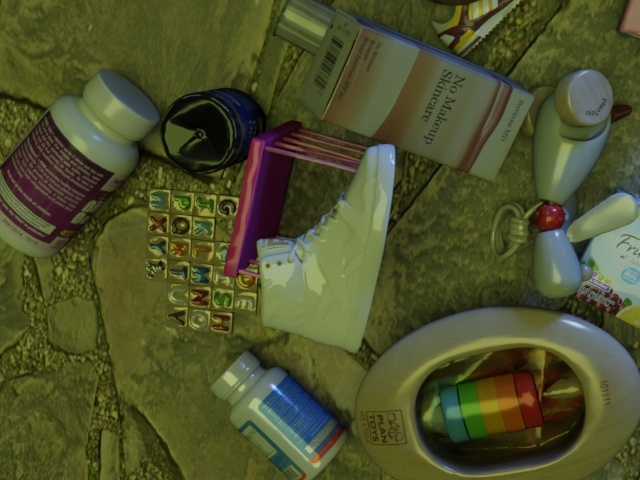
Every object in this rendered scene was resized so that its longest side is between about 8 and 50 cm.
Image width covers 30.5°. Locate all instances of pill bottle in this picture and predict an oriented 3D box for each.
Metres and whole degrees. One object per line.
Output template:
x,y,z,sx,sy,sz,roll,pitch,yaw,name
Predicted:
-0.401,-0.127,1.894,0.169,0.169,0.301,45,106,2,pill bottle
-0.071,0.286,1.919,0.221,0.124,0.124,44,106,1,pill bottle
-0.155,-0.173,1.806,0.123,0.219,0.122,2,101,12,pill bottle

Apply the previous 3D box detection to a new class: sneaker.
0.250,-0.364,1.763,0.084,0.069,0.185,45,104,0,sneaker
0.000,0.000,1.571,0.169,0.108,0.292,13,104,0,sneaker

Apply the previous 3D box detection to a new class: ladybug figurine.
0.267,0.244,1.818,0.449,0.162,0.305,-9,98,13,ladybug figurine

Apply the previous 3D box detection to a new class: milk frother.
-0.007,-0.292,1.800,0.135,0.129,0.143,29,98,2,milk frother

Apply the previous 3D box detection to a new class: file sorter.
-0.007,-0.050,1.762,0.182,0.290,0.202,15,103,6,file sorter

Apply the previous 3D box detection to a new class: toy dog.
0.386,-0.092,1.738,0.161,0.220,0.333,2,110,-19,toy dog

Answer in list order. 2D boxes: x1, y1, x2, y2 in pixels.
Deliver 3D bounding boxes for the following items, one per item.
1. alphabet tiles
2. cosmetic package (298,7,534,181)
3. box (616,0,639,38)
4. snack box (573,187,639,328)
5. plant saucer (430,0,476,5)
-0.198,0.037,1.962,0.198,0.009,0.237,6,101,11,alphabet tiles
0.139,-0.210,1.714,0.296,0.129,0.153,16,107,-24,cosmetic package
0.516,-0.389,1.659,0.127,0.148,0.232,18,102,9,box
0.503,0.043,1.780,0.207,0.070,0.174,27,105,5,snack box
0.203,-0.450,1.743,0.199,0.036,0.198,-2,84,21,plant saucer
